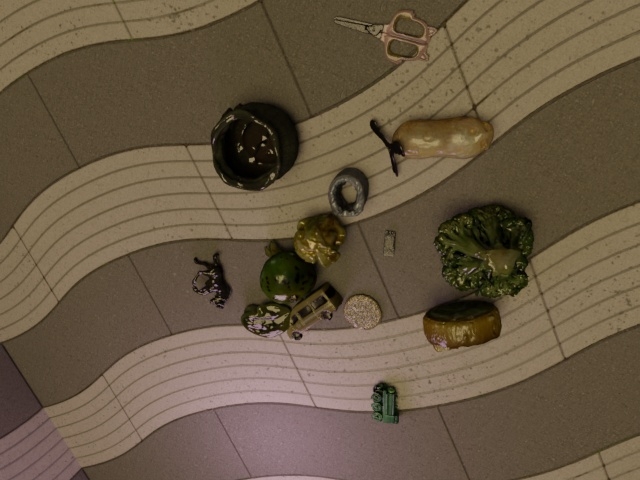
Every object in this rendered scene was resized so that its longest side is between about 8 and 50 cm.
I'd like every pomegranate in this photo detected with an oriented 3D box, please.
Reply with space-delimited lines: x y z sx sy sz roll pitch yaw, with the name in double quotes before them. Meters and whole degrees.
"pomegranate" -0.128 0.113 2.004 0.211 0.211 0.263 -44 54 28

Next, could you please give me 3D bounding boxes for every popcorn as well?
"popcorn" 0.000 0.001 1.912 0.188 0.185 0.167 -2 129 10

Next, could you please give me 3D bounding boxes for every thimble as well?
"thimble" 0.095 -0.161 1.846 0.127 0.118 0.151 0 111 16

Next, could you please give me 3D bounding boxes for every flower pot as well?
"flower pot" -0.233 -0.319 1.834 0.302 0.213 0.301 6 113 15

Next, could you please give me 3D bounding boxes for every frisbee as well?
"frisbee" 0.226 -0.279 1.754 0.012 0.211 0.187 -29 129 -7

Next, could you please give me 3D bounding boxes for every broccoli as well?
"broccoli" 0.520 0.047 1.704 0.322 0.283 0.303 -9 99 2

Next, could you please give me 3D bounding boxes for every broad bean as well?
"broad bean" -0.213 0.315 2.169 0.207 0.072 0.153 0 118 17

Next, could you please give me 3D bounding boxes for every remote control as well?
"remote control" 0.243 0.011 1.925 0.039 0.014 0.096 8 112 15

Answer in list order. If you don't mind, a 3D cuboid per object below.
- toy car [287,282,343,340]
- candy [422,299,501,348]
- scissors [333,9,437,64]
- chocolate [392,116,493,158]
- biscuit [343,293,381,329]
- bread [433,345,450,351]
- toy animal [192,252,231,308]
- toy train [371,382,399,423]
"toy car" -0.040 0.271 2.078 0.257 0.101 0.124 -37 92 26
"candy" 0.471 0.277 1.828 0.260 0.260 0.117 -8 96 21
"scissors" 0.190 -0.638 1.670 0.318 0.024 0.160 19 118 10
"chocolate" 0.375 -0.313 1.688 0.309 0.134 0.134 -1 111 22
"biscuit" 0.158 0.270 2.057 0.152 0.020 0.152 7 113 17
"bread" 0.433 0.354 1.973 0.077 0.070 0.083 -11 105 21
"toy animal" -0.433 0.158 2.184 0.148 0.084 0.232 -2 105 1
"toy train" 0.255 0.642 2.155 0.111 0.071 0.170 2 111 8
